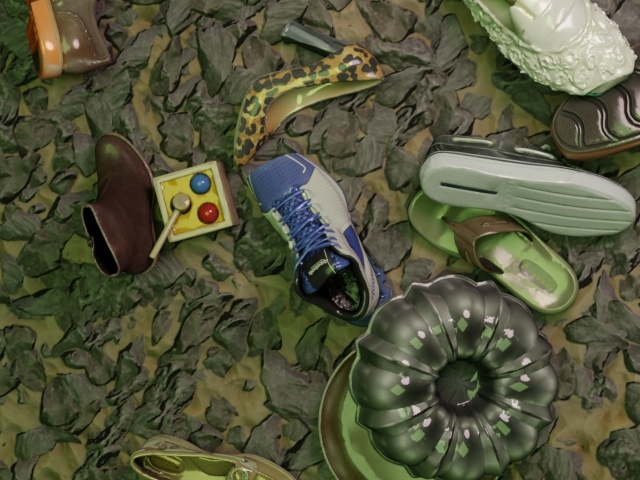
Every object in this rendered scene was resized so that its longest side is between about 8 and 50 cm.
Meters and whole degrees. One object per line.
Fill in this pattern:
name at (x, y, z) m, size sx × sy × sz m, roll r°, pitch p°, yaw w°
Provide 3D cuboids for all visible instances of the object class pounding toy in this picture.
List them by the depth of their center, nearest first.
pounding toy at (-0.218, -0.050, 1.829) m, size 0.141 × 0.100 × 0.130 m, roll -15°, pitch 89°, yaw 6°

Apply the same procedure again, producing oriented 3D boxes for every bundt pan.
bundt pan at (0.213, 0.217, 1.679) m, size 0.331 × 0.124 × 0.331 m, roll 0°, pitch 91°, yaw -8°

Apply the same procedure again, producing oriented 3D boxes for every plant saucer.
plant saucer at (0.152, 0.298, 1.805) m, size 0.310 × 0.050 × 0.310 m, roll 1°, pitch 93°, yaw 10°

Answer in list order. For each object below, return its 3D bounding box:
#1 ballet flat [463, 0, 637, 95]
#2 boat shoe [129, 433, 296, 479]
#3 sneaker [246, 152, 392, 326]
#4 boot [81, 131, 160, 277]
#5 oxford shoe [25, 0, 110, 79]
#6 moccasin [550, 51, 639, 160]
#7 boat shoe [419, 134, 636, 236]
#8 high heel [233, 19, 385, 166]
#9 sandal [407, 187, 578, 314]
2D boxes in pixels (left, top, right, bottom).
ballet flat at (0.282, -0.359, 1.638) m, size 0.147 × 0.147 × 0.409 m, roll -49°, pitch 60°, yaw 9°
boat shoe at (-0.177, 0.401, 1.851) m, size 0.285 × 0.089 × 0.104 m, roll 12°, pitch 94°, yaw 10°
sneaker at (0.001, 0.001, 1.754) m, size 0.127 × 0.182 × 0.315 m, roll -34°, pitch 86°, yaw 9°
boot at (-0.333, -0.062, 1.802) m, size 0.090 × 0.207 × 0.248 m, roll -19°, pitch 89°, yaw 11°
oxford shoe at (-0.438, -0.447, 1.871) m, size 0.133 × 0.130 × 0.364 m, roll -9°, pitch 83°, yaw -21°
moccasin at (0.517, -0.230, 1.659) m, size 0.380 × 0.147 × 0.139 m, roll -34°, pitch 73°, yaw -2°
boat shoe at (0.323, -0.102, 1.715) m, size 0.335 × 0.119 × 0.121 m, roll 14°, pitch 140°, yaw 0°
high heel at (-0.022, -0.211, 1.790) m, size 0.186 × 0.093 × 0.261 m, roll 26°, pitch 88°, yaw 15°
sandal at (0.276, 0.004, 1.748) m, size 0.303 × 0.086 × 0.120 m, roll 34°, pitch 98°, yaw 8°
